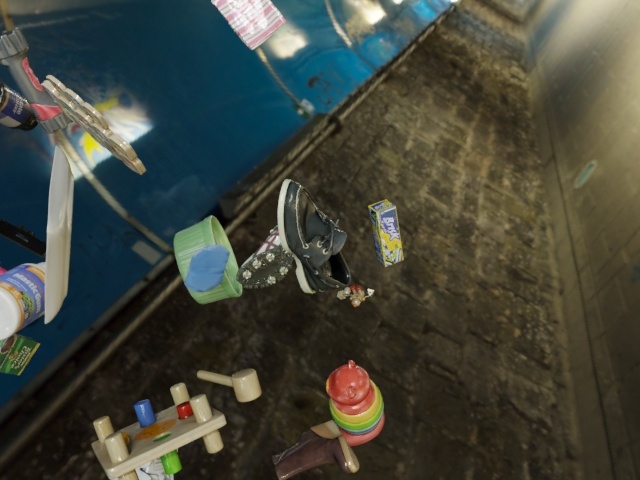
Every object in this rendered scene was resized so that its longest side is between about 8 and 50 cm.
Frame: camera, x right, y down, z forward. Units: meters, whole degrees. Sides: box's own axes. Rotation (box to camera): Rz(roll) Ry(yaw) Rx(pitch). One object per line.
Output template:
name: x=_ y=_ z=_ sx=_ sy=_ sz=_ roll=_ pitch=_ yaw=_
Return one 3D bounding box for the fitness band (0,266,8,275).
fitness band: x=-1.213 y=0.066 z=2.271 sx=0.054 sy=0.291 sz=0.209 roll=-59 pitch=12 yaw=-18

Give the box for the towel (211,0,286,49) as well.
towel: x=-0.217 y=-0.696 z=1.938 sx=0.144 sy=0.197 sz=0.029 roll=-39 pitch=4 yaw=2

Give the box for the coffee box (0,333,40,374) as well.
coffee box: x=-0.883 y=0.320 z=1.820 sx=0.113 sy=0.040 sz=0.184 roll=-60 pitch=-10 yaw=-15

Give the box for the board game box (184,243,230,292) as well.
board game box: x=-0.355 y=0.080 z=1.963 sx=0.133 sy=0.033 sz=0.168 roll=1 pitch=-64 yaw=-43

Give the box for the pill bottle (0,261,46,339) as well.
pill bottle: x=-0.815 y=0.150 z=1.740 sx=0.152 sy=0.152 sz=0.272 roll=-57 pitch=1 yaw=18

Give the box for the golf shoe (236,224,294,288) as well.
golf shoe: x=-0.117 y=0.028 z=1.757 sx=0.273 sy=0.105 sz=0.120 roll=-36 pitch=33 yaw=1

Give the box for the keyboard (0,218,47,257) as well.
keyboard: x=-1.007 y=-0.010 z=2.158 sx=0.023 sy=0.180 sz=0.108 roll=-46 pitch=25 yaw=19

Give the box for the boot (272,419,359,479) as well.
boot: x=-0.016 y=0.597 z=1.721 sx=0.207 sy=0.090 sz=0.248 roll=-31 pitch=16 yaw=-8

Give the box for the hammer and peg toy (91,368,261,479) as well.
hammer and peg toy: x=-0.312 y=0.405 z=1.416 sx=0.361 sy=0.127 sz=0.266 roll=-21 pitch=5 yaw=-27

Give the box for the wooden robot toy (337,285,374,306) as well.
wooden robot toy: x=0.142 y=0.241 z=2.697 sx=0.076 sy=0.173 sz=0.079 roll=57 pitch=-139 yaw=-44

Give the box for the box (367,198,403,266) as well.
box: x=0.173 y=-0.019 z=1.692 sx=0.059 sy=0.168 sz=0.054 roll=-21 pitch=31 yaw=-15

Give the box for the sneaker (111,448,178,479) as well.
sneaker: x=-0.411 y=0.642 z=1.638 sx=0.137 sy=0.366 sz=0.210 roll=17 pitch=-92 yaw=-55

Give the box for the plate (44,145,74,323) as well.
plate: x=-0.549 y=-0.013 z=1.348 sx=0.278 sy=0.045 sz=0.277 roll=-109 pitch=29 yaw=-44

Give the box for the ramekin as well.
ramekin: x=-0.398 y=0.077 z=2.252 sx=0.148 sy=0.303 sz=0.303 roll=-19 pitch=1 yaw=1

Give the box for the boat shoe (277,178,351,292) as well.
boat shoe: x=-0.001 y=0.004 z=1.276 sx=0.340 sy=0.113 sz=0.127 roll=77 pitch=-155 yaw=-49

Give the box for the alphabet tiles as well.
alphabet tiles: x=-0.529 y=-0.262 z=1.494 sx=0.021 sy=0.284 sz=0.278 roll=-49 pitch=-15 yaw=-15

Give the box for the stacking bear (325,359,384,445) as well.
stacking bear: x=0.090 y=0.441 z=1.780 sx=0.289 sy=0.164 sz=0.175 roll=76 pitch=-162 yaw=-52

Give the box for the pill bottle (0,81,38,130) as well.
pill bottle: x=-1.058 y=-0.452 z=2.166 sx=0.122 sy=0.123 sz=0.219 roll=-57 pitch=-14 yaw=-2

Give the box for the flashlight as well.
flashlight: x=-0.844 y=-0.470 z=1.885 sx=0.103 sy=0.304 sz=0.103 roll=-18 pitch=33 yaw=1
